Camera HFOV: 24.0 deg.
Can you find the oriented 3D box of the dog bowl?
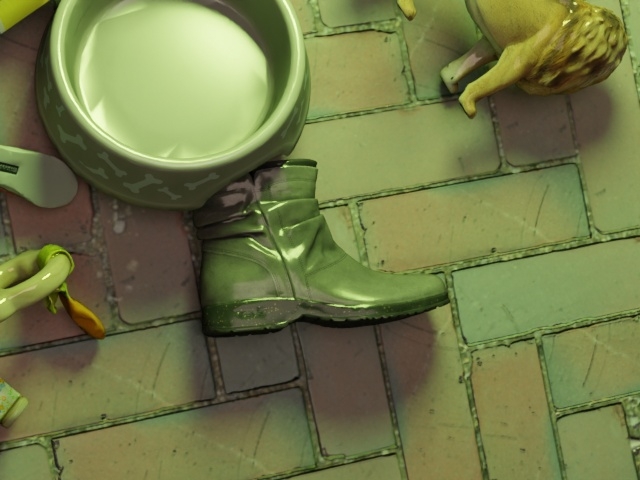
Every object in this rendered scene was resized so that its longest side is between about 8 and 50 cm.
[{"bbox_3d":[-0.176,-0.215,1.840,0.348,0.102,0.349,2,73,-8],"label":"dog bowl"}]

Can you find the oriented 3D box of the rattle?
[{"bbox_3d":[-0.366,0.102,1.784,0.200,0.130,0.143,-48,140,-44],"label":"rattle"}]

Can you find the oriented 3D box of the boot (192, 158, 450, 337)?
[{"bbox_3d":[0.000,0.000,1.909,0.338,0.118,0.223,-2,81,-20],"label":"boot"}]

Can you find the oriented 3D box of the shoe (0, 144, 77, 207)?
[{"bbox_3d":[-0.384,-0.090,1.828,0.178,0.081,0.063,17,94,-43],"label":"shoe"}]

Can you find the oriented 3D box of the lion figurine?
[{"bbox_3d":[0.228,-0.319,1.937,0.240,0.142,0.392,-34,123,5],"label":"lion figurine"}]

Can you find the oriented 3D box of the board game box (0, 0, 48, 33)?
[{"bbox_3d":[-0.408,-0.355,1.732,0.316,0.064,0.242,-35,133,1],"label":"board game box"}]

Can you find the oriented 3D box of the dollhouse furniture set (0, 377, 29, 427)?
[{"bbox_3d":[-0.486,0.206,1.724,0.212,0.161,0.242,40,77,-10],"label":"dollhouse furniture set"}]
